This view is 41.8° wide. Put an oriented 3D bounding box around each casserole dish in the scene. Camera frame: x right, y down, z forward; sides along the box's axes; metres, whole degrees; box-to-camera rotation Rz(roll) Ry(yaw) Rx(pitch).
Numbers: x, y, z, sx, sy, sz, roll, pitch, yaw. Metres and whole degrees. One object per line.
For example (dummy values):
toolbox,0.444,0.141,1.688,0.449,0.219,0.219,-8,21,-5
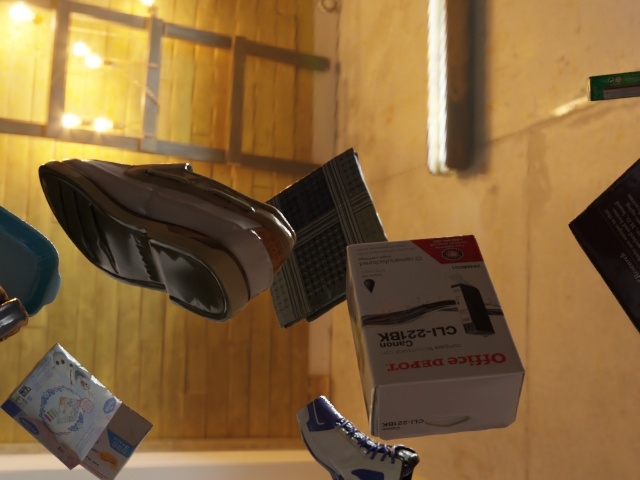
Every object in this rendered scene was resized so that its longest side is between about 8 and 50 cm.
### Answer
casserole dish,-0.379,0.015,0.943,0.037,0.188,0.114,-22,-137,35

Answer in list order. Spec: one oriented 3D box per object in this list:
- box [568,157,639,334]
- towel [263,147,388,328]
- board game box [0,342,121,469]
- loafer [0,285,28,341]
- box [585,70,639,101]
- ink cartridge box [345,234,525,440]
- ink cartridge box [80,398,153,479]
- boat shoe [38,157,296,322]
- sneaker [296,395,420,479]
box,0.437,-0.017,0.956,0.203,0.168,0.167,-53,-127,40
towel,0.000,0.000,1.825,0.312,0.056,0.324,-31,-123,24
board game box,-0.246,0.158,0.805,0.020,0.090,0.090,-38,-167,28
loafer,-0.262,0.043,0.494,0.095,0.109,0.302,61,-4,-2
box,0.471,-0.242,1.313,0.179,0.105,0.043,-35,120,-70
ink cartridge box,0.149,0.127,1.170,0.273,0.197,0.114,-99,-174,-48
ink cartridge box,-0.371,0.348,1.437,0.181,0.104,0.061,-54,180,41
boat shoe,-0.154,-0.018,0.814,0.302,0.103,0.113,26,-42,34
sneaker,0.102,0.449,1.742,0.182,0.127,0.315,-34,-102,20
